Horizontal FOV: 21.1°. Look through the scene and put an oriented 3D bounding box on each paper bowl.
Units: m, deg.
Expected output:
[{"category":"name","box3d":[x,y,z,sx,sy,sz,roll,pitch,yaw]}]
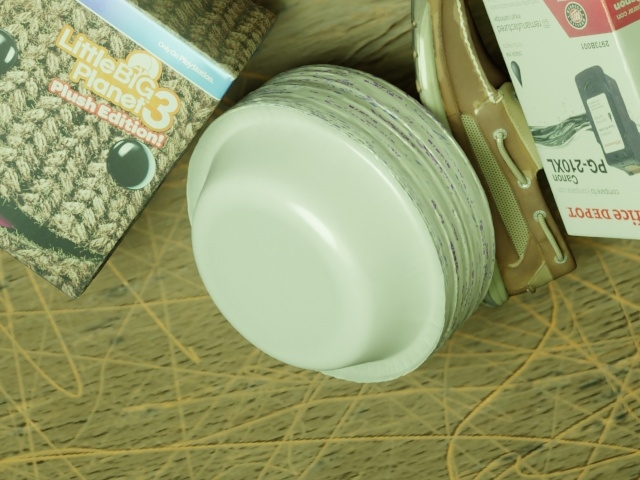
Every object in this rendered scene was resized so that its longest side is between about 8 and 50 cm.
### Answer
[{"category":"paper bowl","box3d":[0.000,0.000,1.522,0.284,0.148,0.284,23,133,27]}]

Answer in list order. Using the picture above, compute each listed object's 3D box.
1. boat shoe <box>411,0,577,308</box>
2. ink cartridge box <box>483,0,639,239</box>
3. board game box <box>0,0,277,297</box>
[{"category":"boat shoe","box3d":[0.156,-0.098,1.541,0.116,0.123,0.324,-13,115,7]},{"category":"ink cartridge box","box3d":[0.250,-0.124,1.424,0.100,0.172,0.237,-27,103,-22]},{"category":"board game box","box3d":[-0.222,-0.137,1.546,0.232,0.141,0.291,35,122,-5]}]
